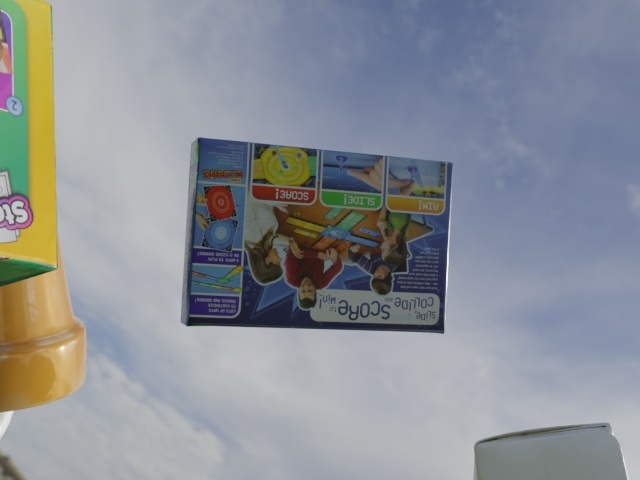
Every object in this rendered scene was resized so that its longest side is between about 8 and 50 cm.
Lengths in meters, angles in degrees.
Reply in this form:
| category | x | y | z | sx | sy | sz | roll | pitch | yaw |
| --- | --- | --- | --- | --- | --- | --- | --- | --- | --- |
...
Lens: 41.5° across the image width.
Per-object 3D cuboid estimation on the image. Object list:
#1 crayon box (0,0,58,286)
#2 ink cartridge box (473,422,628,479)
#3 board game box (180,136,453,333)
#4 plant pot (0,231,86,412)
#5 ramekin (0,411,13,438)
| category | x | y | z | sx | sy | sz | roll | pitch | yaw |
| --- | --- | --- | --- | --- | --- | --- | --- | --- | --- |
| crayon box | -0.256 | -0.074 | 0.390 | 0.081 | 0.165 | 0.278 | -15 | -17 | 31 |
| ink cartridge box | 0.208 | 0.292 | 0.761 | 0.117 | 0.207 | 0.283 | -8 | -24 | 7 |
| board game box | 0.000 | 0.000 | 0.640 | 0.201 | 0.136 | 0.035 | 4 | -2 | -18 |
| plant pot | -0.327 | 0.044 | 0.811 | 0.205 | 0.188 | 0.205 | 4 | 7 | -1 |
| ramekin | -0.490 | 0.177 | 0.964 | 0.277 | 0.277 | 0.135 | 39 | -65 | -16 |
